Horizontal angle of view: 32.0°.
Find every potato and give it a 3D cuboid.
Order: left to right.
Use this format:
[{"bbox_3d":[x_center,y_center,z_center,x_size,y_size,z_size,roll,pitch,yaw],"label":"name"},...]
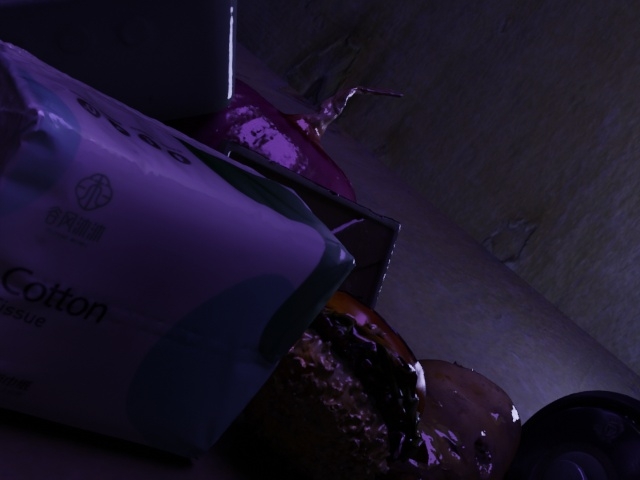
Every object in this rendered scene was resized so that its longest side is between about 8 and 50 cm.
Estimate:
[{"bbox_3d":[0.136,0.242,1.353,0.191,0.141,0.296,33,20,13],"label":"potato"}]

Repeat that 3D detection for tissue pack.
[{"bbox_3d":[-0.187,0.023,0.980,0.356,0.266,0.194,25,18,-41],"label":"tissue pack"}]

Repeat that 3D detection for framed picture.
[{"bbox_3d":[-0.041,0.045,1.370,0.022,0.247,0.335,14,-6,43],"label":"framed picture"}]

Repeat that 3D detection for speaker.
[{"bbox_3d":[-0.301,-0.237,1.317,0.406,0.184,0.183,-11,34,-16],"label":"speaker"}]

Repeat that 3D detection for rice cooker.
[{"bbox_3d":[0.370,0.338,1.405,0.316,0.264,0.317,12,-18,4],"label":"rice cooker"}]

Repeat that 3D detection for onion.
[{"bbox_3d":[-0.100,-0.097,1.543,0.358,0.345,0.358,18,-6,2],"label":"onion"}]

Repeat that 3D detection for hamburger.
[{"bbox_3d":[0.001,0.151,1.154,0.243,0.138,0.262,28,-36,35],"label":"hamburger"}]
